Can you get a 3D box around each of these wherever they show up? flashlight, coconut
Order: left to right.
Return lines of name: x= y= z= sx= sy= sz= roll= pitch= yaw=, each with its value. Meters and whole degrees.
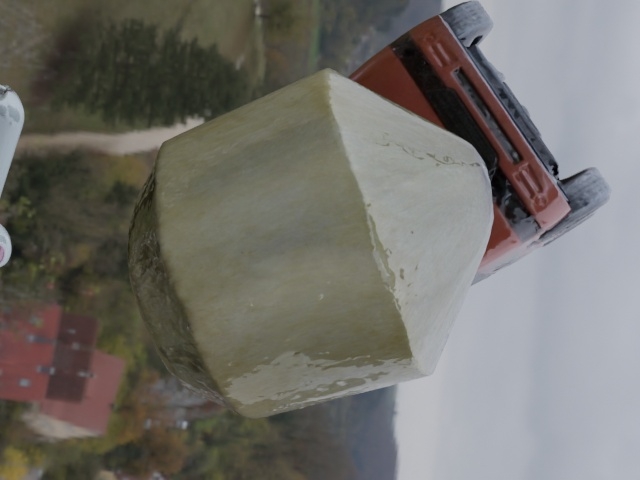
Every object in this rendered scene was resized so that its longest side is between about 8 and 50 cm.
flashlight: x=-0.313 y=-0.049 z=0.916 sx=0.200 sy=0.093 sz=0.047 roll=-68 pitch=-153 yaw=25
coconut: x=0.000 y=0.000 z=0.633 sx=0.202 sy=0.222 sz=0.202 roll=-17 pitch=90 yaw=-80

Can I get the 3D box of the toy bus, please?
toy bus: x=0.112 y=-0.051 z=0.951 sx=0.203 sy=0.233 sz=0.427 roll=57 pitch=10 yaw=8
